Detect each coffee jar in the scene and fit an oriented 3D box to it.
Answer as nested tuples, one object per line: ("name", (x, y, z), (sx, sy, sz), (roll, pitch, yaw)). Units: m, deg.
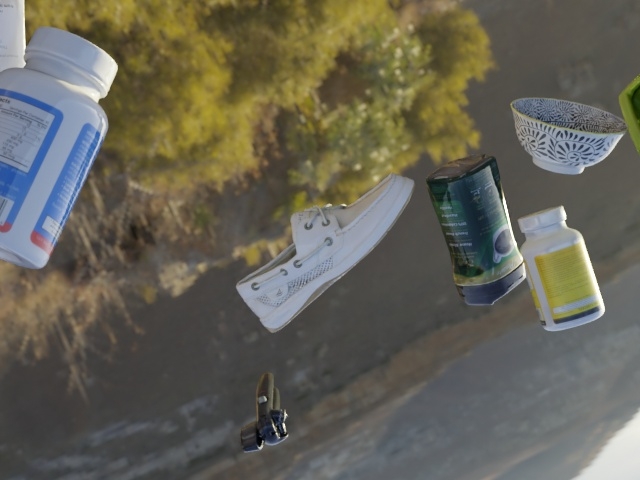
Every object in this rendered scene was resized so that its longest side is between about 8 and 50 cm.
("coffee jar", (0.203, -0.012, 1.539), (0.079, 0.184, 0.096), (-4, -160, 44))

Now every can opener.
("can opener", (-0.080, 0.242, 1.734), (0.073, 0.059, 0.186), (-7, -158, 4))

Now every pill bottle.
("pill bottle", (-0.286, -0.094, 1.182), (0.124, 0.124, 0.221), (101, 12, -76))
("pill bottle", (0.375, 0.043, 1.878), (0.103, 0.184, 0.103), (-18, -178, 1))

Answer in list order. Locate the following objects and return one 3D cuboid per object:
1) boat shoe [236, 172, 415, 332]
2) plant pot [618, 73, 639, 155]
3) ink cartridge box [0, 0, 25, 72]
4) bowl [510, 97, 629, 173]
("boat shoe", (0.000, 0.000, 1.514), (0.277, 0.096, 0.098), (-43, -173, 17))
("plant pot", (0.605, -0.184, 1.757), (0.228, 0.207, 0.227), (-45, -160, 26))
("ink cartridge box", (-0.632, -0.226, 2.019), (0.160, 0.384, 0.279), (-7, -168, -43))
("bowl", (0.351, -0.144, 1.711), (0.170, 0.170, 0.080), (-14, 121, -45))
